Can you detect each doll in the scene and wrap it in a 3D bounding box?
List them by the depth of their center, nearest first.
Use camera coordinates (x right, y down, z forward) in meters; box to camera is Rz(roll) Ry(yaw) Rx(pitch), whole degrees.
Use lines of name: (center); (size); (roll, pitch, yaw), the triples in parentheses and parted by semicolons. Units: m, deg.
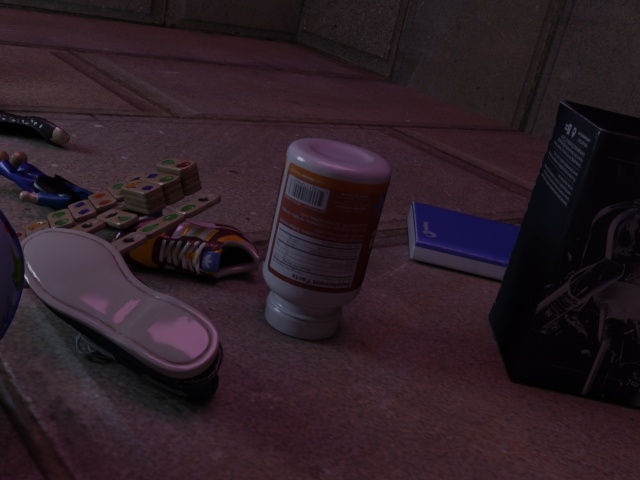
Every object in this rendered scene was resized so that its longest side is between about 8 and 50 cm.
doll: (-0.379, -0.070, 1.043); (0.189, 0.046, 0.129); (26, 14, 15)

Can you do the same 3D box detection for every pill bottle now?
pill bottle: (0.000, 0.000, 0.851); (0.121, 0.216, 0.121); (12, 22, -5)

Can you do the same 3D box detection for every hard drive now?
hard drive: (0.309, 0.016, 1.242); (0.319, 0.040, 0.210); (13, 21, 0)

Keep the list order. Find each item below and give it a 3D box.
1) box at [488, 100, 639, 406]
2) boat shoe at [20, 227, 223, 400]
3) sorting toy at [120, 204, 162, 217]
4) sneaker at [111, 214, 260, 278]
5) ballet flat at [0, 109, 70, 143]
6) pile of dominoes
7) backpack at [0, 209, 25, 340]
box: (0.425, 0.032, 0.892); (0.344, 0.312, 0.179); (12, 21, -1)
boat shoe: (-0.199, 0.070, 0.725); (0.255, 0.079, 0.095); (25, 51, 20)
sorting toy: (-0.259, -0.046, 1.059); (0.061, 0.042, 0.102); (9, 21, -11)
sneaker: (-0.166, 0.011, 0.930); (0.186, 0.069, 0.084); (-1, 20, -30)
ballet flat: (-0.525, -0.193, 1.291); (0.173, 0.057, 0.049); (14, 61, 3)
pile of dominoes: (-0.266, -0.039, 0.905); (0.196, 0.040, 0.251); (14, 35, 40)
backpack: (-0.343, 0.051, 0.461); (0.290, 0.273, 0.355); (52, -8, -18)
